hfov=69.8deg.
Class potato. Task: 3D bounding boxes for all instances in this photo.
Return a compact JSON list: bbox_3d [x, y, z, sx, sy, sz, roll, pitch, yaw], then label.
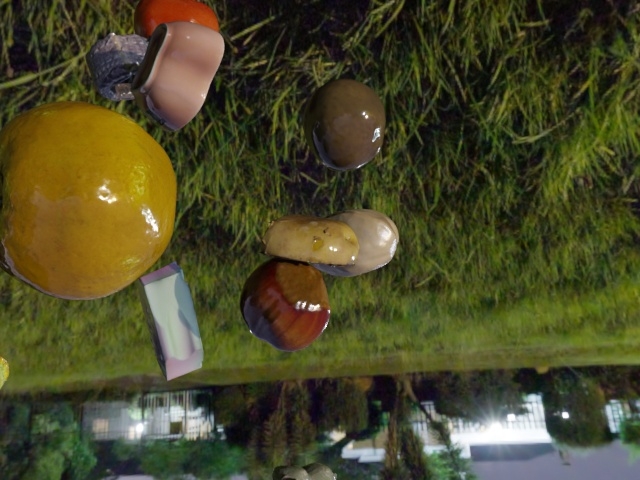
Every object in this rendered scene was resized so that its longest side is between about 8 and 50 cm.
[{"bbox_3d":[0.000,0.000,1.008,0.138,0.098,0.243,16,-171,41],"label":"potato"}]

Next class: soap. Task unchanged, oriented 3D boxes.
[{"bbox_3d":[-0.399,0.214,1.221,0.109,0.324,0.193,-19,-148,-29],"label":"soap"}]

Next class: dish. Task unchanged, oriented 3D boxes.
[{"bbox_3d":[-0.271,-0.307,0.827,0.090,0.213,0.213,22,152,-40],"label":"dish"}]

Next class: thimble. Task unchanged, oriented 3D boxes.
[{"bbox_3d":[-0.437,-0.385,1.026,0.150,0.098,0.150,-22,179,0],"label":"thimble"}]

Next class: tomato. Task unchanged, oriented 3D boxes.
[{"bbox_3d":[-0.448,-0.654,1.435,0.255,0.224,0.256,8,-174,-1],"label":"tomato"}]

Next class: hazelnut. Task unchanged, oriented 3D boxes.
[{"bbox_3d":[-0.076,0.140,1.057,0.210,0.186,0.210,23,142,20],"label":"hazelnut"}]

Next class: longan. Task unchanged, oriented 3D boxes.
[{"bbox_3d":[0.073,-0.339,1.350,0.258,0.258,0.258,-3,165,-1],"label":"longan"}]

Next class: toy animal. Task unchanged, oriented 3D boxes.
[{"bbox_3d":[-0.050,0.536,1.015,0.108,0.138,0.236,33,160,46],"label":"toy animal"}]

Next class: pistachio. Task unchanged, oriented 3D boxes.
[{"bbox_3d":[0.077,0.008,1.374,0.331,0.208,0.226,-9,133,40],"label":"pistachio"}]

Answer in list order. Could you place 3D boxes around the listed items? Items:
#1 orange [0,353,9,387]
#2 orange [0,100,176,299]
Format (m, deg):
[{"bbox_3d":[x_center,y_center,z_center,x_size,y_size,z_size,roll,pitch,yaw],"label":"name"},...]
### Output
[{"bbox_3d":[-0.527,0.214,0.578,0.158,0.237,0.179,24,174,24],"label":"orange"},{"bbox_3d":[-0.335,-0.056,0.657,0.279,0.279,0.235,-16,171,40],"label":"orange"}]
